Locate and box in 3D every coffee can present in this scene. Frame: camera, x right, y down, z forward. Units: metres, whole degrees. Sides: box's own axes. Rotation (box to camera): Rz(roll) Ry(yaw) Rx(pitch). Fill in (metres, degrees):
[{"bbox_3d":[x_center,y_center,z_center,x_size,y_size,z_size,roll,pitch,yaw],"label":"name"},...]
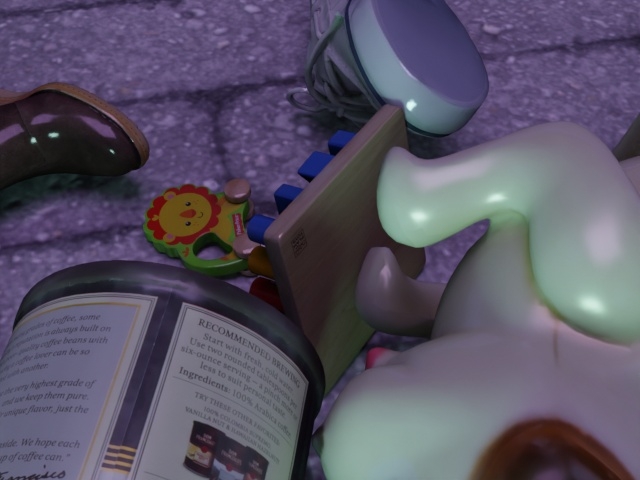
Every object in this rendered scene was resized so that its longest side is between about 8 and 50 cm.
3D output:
[{"bbox_3d":[-0.117,0.179,0.513,0.201,0.201,0.275,8,50,4],"label":"coffee can"}]

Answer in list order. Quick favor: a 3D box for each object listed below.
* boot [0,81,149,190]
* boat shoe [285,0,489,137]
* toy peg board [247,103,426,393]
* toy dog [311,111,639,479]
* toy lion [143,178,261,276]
[{"bbox_3d":[-0.291,-0.046,0.782,0.248,0.090,0.207,15,53,17],"label":"boot"},{"bbox_3d":[0.037,-0.168,0.862,0.136,0.156,0.367,25,30,-26],"label":"boat shoe"},{"bbox_3d":[0.000,0.000,0.712,0.079,0.160,0.161,16,49,31],"label":"toy peg board"},{"bbox_3d":[0.177,0.097,0.589,0.408,0.284,0.395,-36,80,-27],"label":"toy dog"},{"bbox_3d":[-0.101,-0.010,0.792,0.096,0.034,0.100,-12,51,-3],"label":"toy lion"}]
